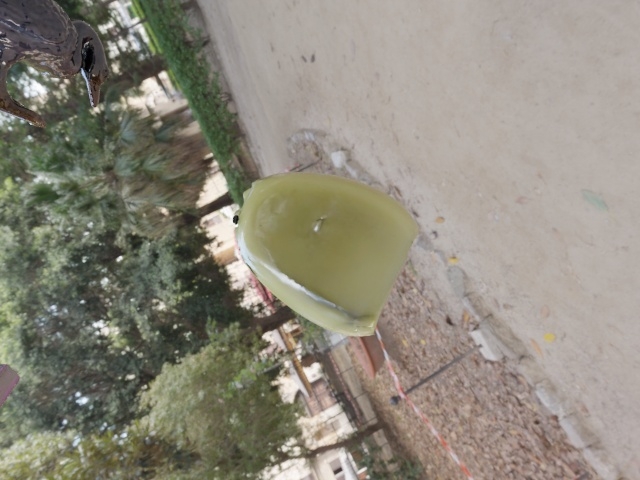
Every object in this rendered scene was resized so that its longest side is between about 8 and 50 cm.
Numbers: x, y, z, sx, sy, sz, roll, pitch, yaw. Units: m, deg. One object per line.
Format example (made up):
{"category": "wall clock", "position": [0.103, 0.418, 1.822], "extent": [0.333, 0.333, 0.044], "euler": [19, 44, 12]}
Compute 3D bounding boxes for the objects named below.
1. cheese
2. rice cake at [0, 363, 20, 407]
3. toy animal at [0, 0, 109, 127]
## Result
{"category": "cheese", "position": [0.000, 0.000, 0.720], "extent": [0.315, 0.260, 0.128], "euler": [27, 166, 1]}
{"category": "rice cake", "position": [-0.438, 0.245, 0.492], "extent": [0.207, 0.036, 0.047], "euler": [-83, -16, -48]}
{"category": "toy animal", "position": [-0.429, -0.269, 0.570], "extent": [0.122, 0.185, 0.298], "euler": [20, 179, 26]}
